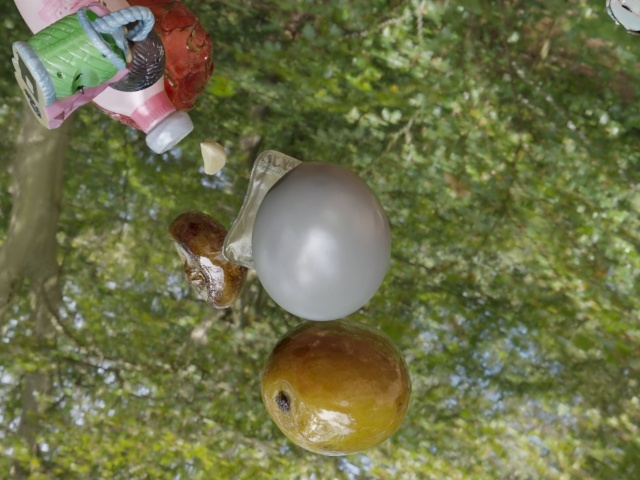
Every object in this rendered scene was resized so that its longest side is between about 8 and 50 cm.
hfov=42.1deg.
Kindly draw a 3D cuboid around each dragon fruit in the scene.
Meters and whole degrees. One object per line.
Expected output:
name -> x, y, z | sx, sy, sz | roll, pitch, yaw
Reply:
dragon fruit -> -0.378, -0.387, 1.812 | 0.295, 0.301, 0.295 | 44, 172, 8

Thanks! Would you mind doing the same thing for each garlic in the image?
garlic -> -0.224, -0.175, 1.748 | 0.053, 0.083, 0.041 | -13, -136, -19

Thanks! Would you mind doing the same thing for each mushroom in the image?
mushroom -> -0.268, 0.043, 2.010 | 0.153, 0.253, 0.253 | -27, -146, -12

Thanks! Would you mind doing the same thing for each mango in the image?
mango -> 0.044, 0.275, 1.686 | 0.300, 0.232, 0.445 | 12, -168, 14

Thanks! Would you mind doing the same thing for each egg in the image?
egg -> 0.000, 0.000, 1.035 | 0.176, 0.176, 0.232 | 30, 153, 24

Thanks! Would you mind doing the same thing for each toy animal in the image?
toy animal -> 0.419, -0.316, 1.031 | 0.071, 0.124, 0.085 | 36, 173, 36

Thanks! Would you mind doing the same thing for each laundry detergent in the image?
laundry detergent -> -0.332, -0.288, 1.312 | 0.335, 0.159, 0.088 | 53, -154, -6

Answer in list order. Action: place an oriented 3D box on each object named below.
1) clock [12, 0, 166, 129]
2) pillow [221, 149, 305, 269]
clock -> -0.297, -0.239, 1.099 | 0.100, 0.195, 0.194 | 59, 158, 2
pillow -> -0.092, -0.050, 1.487 | 0.130, 0.218, 0.033 | 21, -172, -27
